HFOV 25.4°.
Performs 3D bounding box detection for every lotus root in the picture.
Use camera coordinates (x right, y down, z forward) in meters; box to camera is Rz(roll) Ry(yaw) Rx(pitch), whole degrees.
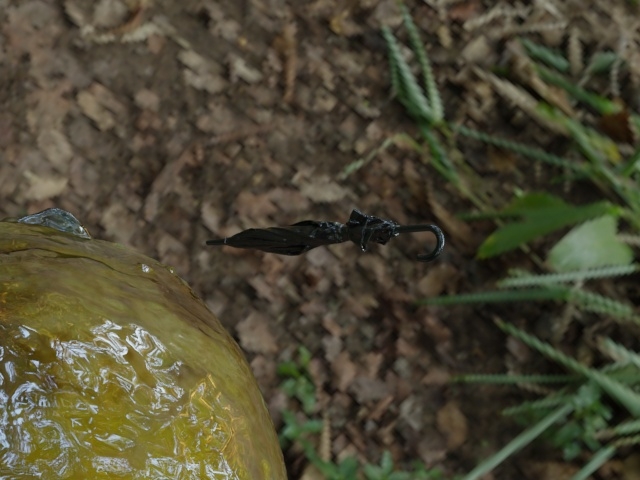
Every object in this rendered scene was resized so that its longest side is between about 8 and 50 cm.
[{"bbox_3d":[-0.104,0.098,0.394,0.199,0.180,0.188,-10,98,-9],"label":"lotus root"}]

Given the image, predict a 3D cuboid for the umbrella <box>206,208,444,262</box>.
[{"bbox_3d":[0.000,-0.003,0.631,0.013,0.122,0.022,21,74,-58],"label":"umbrella"}]
